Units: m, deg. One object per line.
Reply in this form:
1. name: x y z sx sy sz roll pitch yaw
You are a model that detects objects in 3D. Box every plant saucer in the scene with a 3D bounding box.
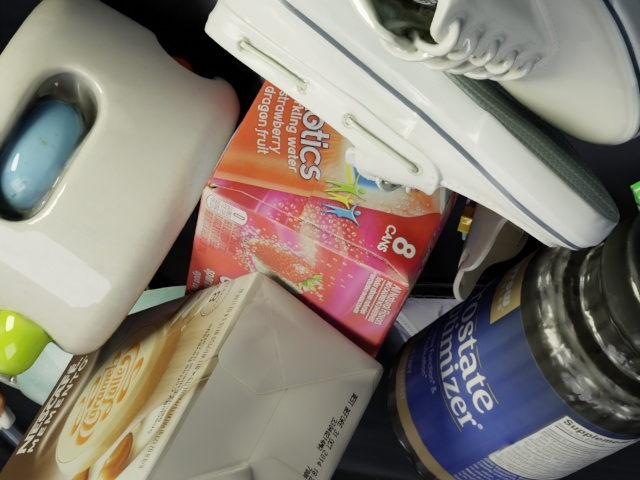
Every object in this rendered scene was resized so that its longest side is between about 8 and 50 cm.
1. plant saucer: -0.142 0.102 1.165 0.195 0.037 0.195 -17 154 -9

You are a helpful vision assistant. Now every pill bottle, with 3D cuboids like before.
1. pill bottle: 0.143 0.066 0.842 0.123 0.123 0.219 34 141 -13

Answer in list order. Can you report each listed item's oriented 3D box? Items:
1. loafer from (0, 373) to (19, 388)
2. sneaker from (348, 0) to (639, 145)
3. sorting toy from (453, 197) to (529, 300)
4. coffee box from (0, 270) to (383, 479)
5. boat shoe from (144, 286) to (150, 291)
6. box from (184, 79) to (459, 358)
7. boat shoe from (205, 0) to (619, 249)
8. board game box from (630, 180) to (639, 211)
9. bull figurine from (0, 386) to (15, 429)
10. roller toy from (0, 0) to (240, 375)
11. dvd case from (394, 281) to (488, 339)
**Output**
1. loafer: -0.333 0.057 1.370 0.251 0.094 0.087 37 166 -8
2. sneaker: 0.060 -0.112 0.643 0.094 0.091 0.258 -5 142 49
3. sorting toy: 0.096 -0.005 0.828 0.045 0.075 0.083 24 154 7
4. coffee box: -0.088 0.118 0.864 0.098 0.141 0.246 38 153 -18
5. boat shoe: -0.210 -0.002 1.133 0.219 0.078 0.070 41 153 -23
6. box: 0.000 0.000 0.871 0.122 0.128 0.257 27 154 3
7. boat shoe: 0.043 -0.063 0.726 0.226 0.083 0.076 42 112 6
8. board game box: 0.240 0.028 0.704 0.260 0.136 0.030 58 -177 -47
9. bull figurine: -0.346 0.026 1.207 0.310 0.101 0.188 37 159 30
10. roller toy: -0.150 -0.045 0.864 0.146 0.209 0.191 32 130 -9
11. dvd case: 0.159 0.083 0.999 0.221 0.018 0.164 1 144 44
